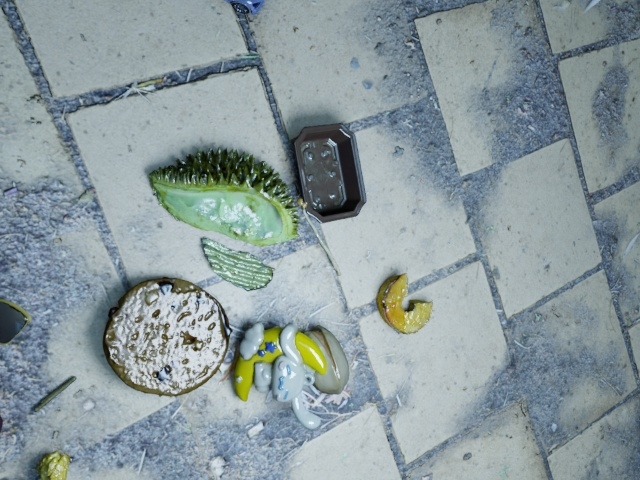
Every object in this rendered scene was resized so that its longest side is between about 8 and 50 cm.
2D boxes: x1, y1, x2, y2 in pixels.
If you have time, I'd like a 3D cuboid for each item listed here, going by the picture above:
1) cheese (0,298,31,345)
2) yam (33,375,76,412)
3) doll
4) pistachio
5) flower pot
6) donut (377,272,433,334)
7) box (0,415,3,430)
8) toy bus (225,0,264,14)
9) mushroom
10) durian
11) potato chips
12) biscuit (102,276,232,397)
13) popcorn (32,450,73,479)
[{"bbox_3d":[-0.709,0.147,1.074,0.162,0.036,0.086,43,78,-17],"label":"cheese"},{"bbox_3d":[-0.595,0.343,1.137,0.107,0.014,0.014,-41,105,-17],"label":"yam"},{"bbox_3d":[-0.099,0.326,1.262,0.237,0.111,0.252,9,90,4],"label":"doll"},{"bbox_3d":[0.010,0.315,1.330,0.124,0.124,0.184,-24,94,-21],"label":"pistachio"},{"bbox_3d":[0.014,-0.175,1.347,0.179,0.084,0.250,-12,94,-21],"label":"flower pot"},{"bbox_3d":[0.230,0.187,1.449,0.181,0.078,0.146,45,76,-24],"label":"donut"},{"bbox_3d":[-0.781,0.372,0.972,0.294,0.193,0.167,-23,108,-21],"label":"box"},{"bbox_3d":[-0.254,-0.666,1.200,0.292,0.133,0.125,19,83,-22],"label":"toy bus"},{"bbox_3d":[0.000,-0.004,1.325,0.026,0.028,0.286,-17,131,12],"label":"mushroom"},{"bbox_3d":[-0.223,-0.116,1.259,0.394,0.163,0.198,12,125,-18],"label":"durian"},{"bbox_3d":[-0.216,0.067,1.283,0.208,0.028,0.091,25,80,-23],"label":"potato chips"},{"bbox_3d":[-0.359,0.227,1.200,0.296,0.075,0.295,2,86,-26],"label":"biscuit"},{"bbox_3d":[-0.580,0.503,1.120,0.084,0.084,0.084,0,91,-23],"label":"popcorn"}]
